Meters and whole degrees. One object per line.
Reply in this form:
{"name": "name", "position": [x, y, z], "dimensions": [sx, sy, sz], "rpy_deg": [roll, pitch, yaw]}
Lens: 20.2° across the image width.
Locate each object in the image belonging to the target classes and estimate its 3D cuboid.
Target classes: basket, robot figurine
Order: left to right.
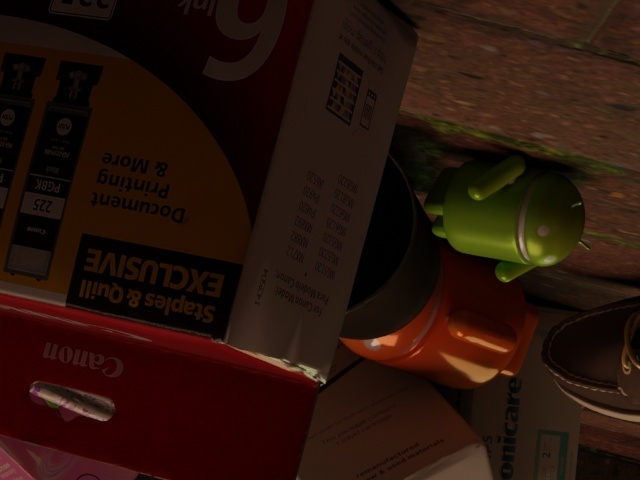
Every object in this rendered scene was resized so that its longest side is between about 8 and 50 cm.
{"name": "basket", "position": [0.000, 0.000, 1.335], "dimensions": [0.204, 0.154, 0.227], "rpy_deg": [4, 172, 18]}
{"name": "robot figurine", "position": [0.096, 0.061, 1.622], "dimensions": [0.219, 0.158, 0.128], "rpy_deg": [21, 128, -37]}
{"name": "robot figurine", "position": [0.131, -0.019, 1.238], "dimensions": [0.115, 0.067, 0.101], "rpy_deg": [11, 141, 30]}

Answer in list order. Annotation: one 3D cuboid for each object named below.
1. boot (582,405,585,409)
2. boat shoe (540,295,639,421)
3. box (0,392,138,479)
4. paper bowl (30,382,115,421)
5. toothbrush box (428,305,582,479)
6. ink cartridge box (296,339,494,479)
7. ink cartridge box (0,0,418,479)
{"name": "boot", "position": [0.189, 0.186, 2.235], "dimensions": [0.283, 0.109, 0.220], "rpy_deg": [4, 157, -18]}
{"name": "boat shoe", "position": [0.315, 0.092, 1.515], "dimensions": [0.324, 0.116, 0.097], "rpy_deg": [1, 160, 43]}
{"name": "box", "position": [-0.281, 0.152, 1.803], "dimensions": [0.243, 0.213, 0.117], "rpy_deg": [45, 140, -11]}
{"name": "paper bowl", "position": [-0.199, 0.072, 1.610], "dimensions": [0.284, 0.148, 0.284], "rpy_deg": [24, 179, 0]}
{"name": "toothbrush box", "position": [0.174, 0.182, 1.949], "dimensions": [0.126, 0.216, 0.295], "rpy_deg": [8, 172, -12]}
{"name": "ink cartridge box", "position": [0.026, 0.228, 1.786], "dimensions": [0.395, 0.166, 0.285], "rpy_deg": [48, 159, 52]}
{"name": "ink cartridge box", "position": [-0.137, -0.024, 0.973], "dimensions": [0.309, 0.272, 0.130], "rpy_deg": [10, 170, 27]}
